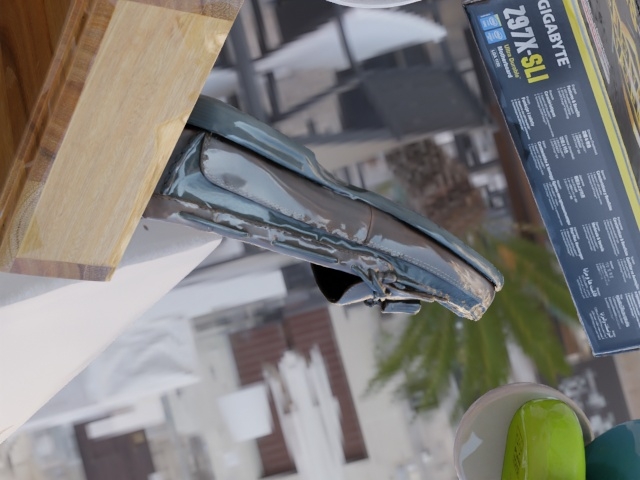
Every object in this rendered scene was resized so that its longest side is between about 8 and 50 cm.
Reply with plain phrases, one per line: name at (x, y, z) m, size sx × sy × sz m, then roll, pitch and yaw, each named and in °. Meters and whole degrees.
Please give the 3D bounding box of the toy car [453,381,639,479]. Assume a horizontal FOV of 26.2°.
toy car at (0.141, 0.164, 0.700) m, size 0.136 × 0.182 × 0.159 m, roll -3°, pitch -160°, yaw 1°

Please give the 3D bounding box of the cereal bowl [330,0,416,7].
cereal bowl at (0.062, -0.401, 1.308) m, size 0.338 × 0.141 × 0.339 m, roll -17°, pitch 137°, yaw -16°

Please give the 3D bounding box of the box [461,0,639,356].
box at (0.199, -0.117, 1.026) m, size 0.079 × 0.322 × 0.257 m, roll -13°, pitch -145°, yaw 20°

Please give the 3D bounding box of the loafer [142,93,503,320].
loafer at (0.000, 0.000, 0.886) m, size 0.267 × 0.084 × 0.096 m, roll 30°, pitch 170°, yaw -28°

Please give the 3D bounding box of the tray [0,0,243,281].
tray at (-0.154, -0.200, 0.800) m, size 0.076 × 0.411 × 0.203 m, roll 6°, pitch 136°, yaw -27°

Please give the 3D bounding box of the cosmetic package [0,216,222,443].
cosmetic package at (-0.359, -0.036, 1.009) m, size 0.327 × 0.394 × 0.329 m, roll -41°, pitch 171°, yaw 25°
